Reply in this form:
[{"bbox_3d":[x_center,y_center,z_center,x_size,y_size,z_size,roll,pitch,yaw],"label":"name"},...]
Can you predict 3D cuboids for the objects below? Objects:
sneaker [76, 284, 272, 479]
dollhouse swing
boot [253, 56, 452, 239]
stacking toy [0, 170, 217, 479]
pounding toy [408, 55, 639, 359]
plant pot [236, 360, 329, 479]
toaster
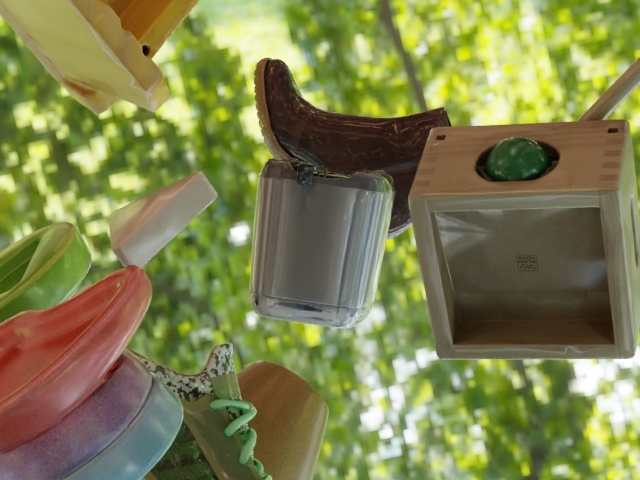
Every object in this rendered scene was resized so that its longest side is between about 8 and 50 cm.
[{"bbox_3d":[-0.107,0.187,1.493,0.182,0.410,0.158,-56,-172,-7],"label":"sneaker"},{"bbox_3d":[-0.253,-0.346,1.808,0.305,0.347,0.315,3,-131,49],"label":"dollhouse swing"},{"bbox_3d":[0.048,-0.120,1.869,0.207,0.248,0.090,-19,-179,17],"label":"boot"},{"bbox_3d":[-0.185,0.104,1.100,0.309,0.130,0.279,-18,-155,40],"label":"stacking toy"},{"bbox_3d":[0.125,-0.020,0.885,0.130,0.141,0.100,-1,-146,17],"label":"pounding toy"},{"bbox_3d":[-0.105,0.281,2.023,0.237,0.237,0.254,-1,-133,53],"label":"plant pot"},{"bbox_3d":[0.000,0.000,1.539,0.129,0.146,0.227,7,-177,3],"label":"toaster"}]
